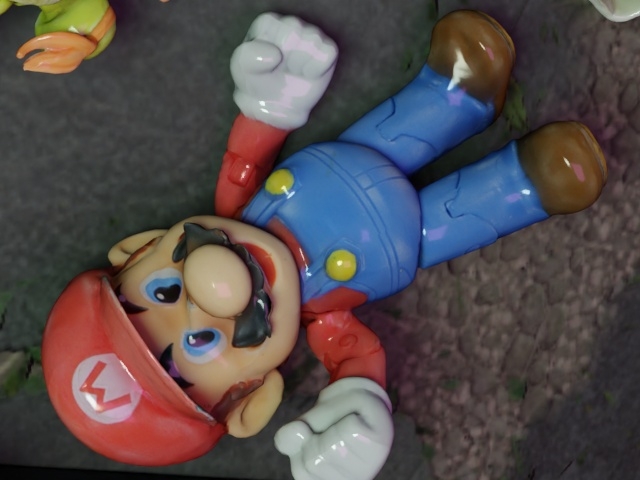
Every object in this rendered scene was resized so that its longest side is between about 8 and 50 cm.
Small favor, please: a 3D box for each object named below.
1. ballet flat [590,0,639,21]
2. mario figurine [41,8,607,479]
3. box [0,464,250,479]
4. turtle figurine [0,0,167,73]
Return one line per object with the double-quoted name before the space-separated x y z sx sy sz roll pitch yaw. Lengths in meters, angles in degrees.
"ballet flat" 0.233 -0.168 1.013 0.409 0.147 0.147 31 89 -29
"mario figurine" 0.000 0.000 0.889 0.320 0.198 0.170 -35 131 -20
"box" -0.067 0.228 0.945 0.270 0.143 0.165 8 101 -29
"turtle figurine" -0.163 -0.150 0.790 0.269 0.087 0.217 -48 117 -23
